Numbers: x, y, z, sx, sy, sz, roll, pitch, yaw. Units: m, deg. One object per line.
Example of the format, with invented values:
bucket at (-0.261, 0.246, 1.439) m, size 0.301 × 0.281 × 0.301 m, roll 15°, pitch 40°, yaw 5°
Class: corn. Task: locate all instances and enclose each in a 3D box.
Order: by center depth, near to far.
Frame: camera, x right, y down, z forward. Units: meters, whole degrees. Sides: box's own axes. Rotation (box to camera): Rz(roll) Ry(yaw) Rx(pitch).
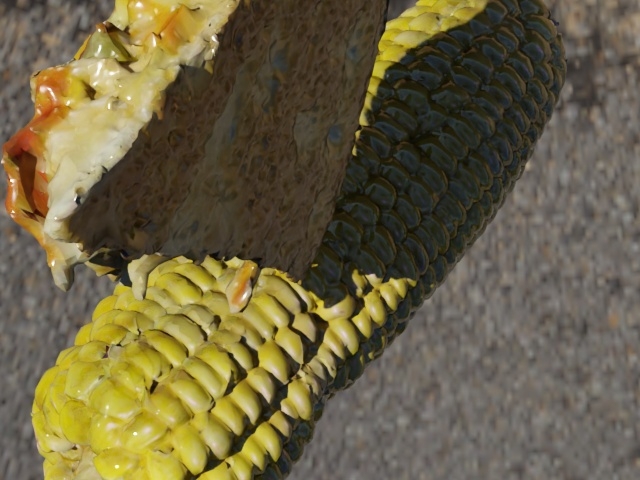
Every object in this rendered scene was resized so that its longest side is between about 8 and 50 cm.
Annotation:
corn at (0.000, 0.000, 0.749) m, size 0.101 × 0.291 × 0.101 m, roll 30°, pitch 152°, yaw 18°

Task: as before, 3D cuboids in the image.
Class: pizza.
pizza at (-0.040, -0.045, 0.571) m, size 0.062 × 0.199 × 0.188 m, roll 19°, pitch 117°, yaw 18°
